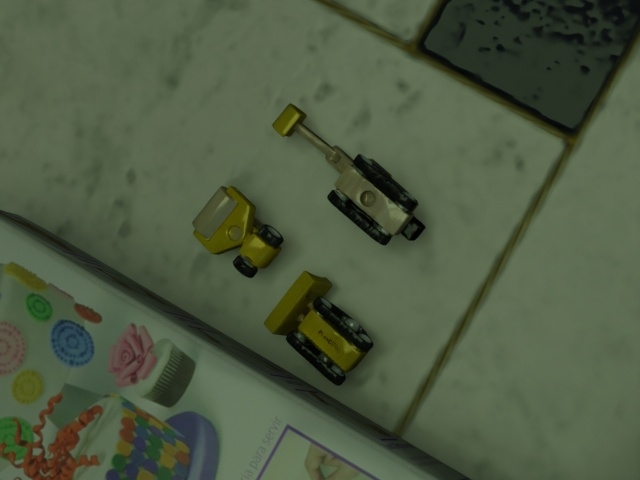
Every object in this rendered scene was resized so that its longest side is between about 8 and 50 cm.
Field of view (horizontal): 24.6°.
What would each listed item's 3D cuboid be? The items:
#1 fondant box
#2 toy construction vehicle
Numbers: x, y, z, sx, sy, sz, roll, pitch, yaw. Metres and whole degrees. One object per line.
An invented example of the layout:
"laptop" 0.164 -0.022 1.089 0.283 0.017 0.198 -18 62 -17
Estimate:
"fondant box" -0.071 0.159 0.597 0.330 0.096 0.238 29 90 13
"toy construction vehicle" 0.000 0.000 0.636 0.098 0.035 0.086 39 103 16
